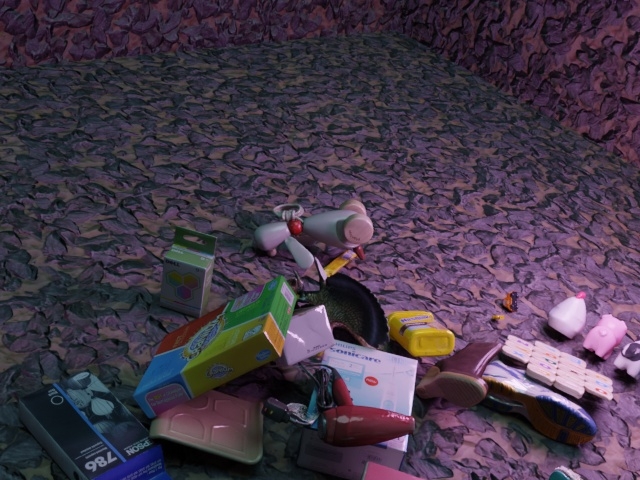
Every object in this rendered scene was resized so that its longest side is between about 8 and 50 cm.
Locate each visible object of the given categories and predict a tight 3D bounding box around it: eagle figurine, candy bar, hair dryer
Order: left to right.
[{"bbox_3d":[0.053,0.065,2.367,0.040,0.018,0.161,27,35,21],"label":"candy bar"},{"bbox_3d":[0.052,0.184,2.043,0.298,0.225,0.226,11,18,17],"label":"eagle figurine"},{"bbox_3d":[0.051,0.323,1.684,0.293,0.080,0.223,22,34,20],"label":"hair dryer"}]

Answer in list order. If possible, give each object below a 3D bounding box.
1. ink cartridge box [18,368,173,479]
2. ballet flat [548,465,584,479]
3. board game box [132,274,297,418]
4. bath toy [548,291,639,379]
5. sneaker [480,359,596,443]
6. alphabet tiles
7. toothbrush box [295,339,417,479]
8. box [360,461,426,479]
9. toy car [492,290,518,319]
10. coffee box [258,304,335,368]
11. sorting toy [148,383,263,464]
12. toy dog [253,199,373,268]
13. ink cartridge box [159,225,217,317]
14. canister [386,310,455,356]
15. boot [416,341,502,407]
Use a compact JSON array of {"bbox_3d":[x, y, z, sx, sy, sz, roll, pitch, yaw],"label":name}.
[{"bbox_3d":[-0.437,0.395,1.655,0.332,0.065,0.165,36,38,30],"label":"ink cartridge box"},{"bbox_3d":[0.561,0.566,1.733,0.077,0.091,0.241,19,29,-35],"label":"ballet flat"},{"bbox_3d":[-0.210,0.215,1.722,0.316,0.064,0.242,-28,18,17],"label":"board game box"},{"bbox_3d":[0.777,0.258,2.231,0.348,0.129,0.151,33,4,26],"label":"bath toy"},{"bbox_3d":[0.516,0.367,1.987,0.296,0.112,0.131,26,34,18],"label":"sneaker"},{"bbox_3d":[0.586,0.316,2.085,0.278,0.021,0.284,23,13,14],"label":"alphabet tiles"},{"bbox_3d":[0.084,0.368,1.820,0.216,0.126,0.295,14,31,4],"label":"toothbrush box"},{"bbox_3d":[0.106,0.549,1.531,0.126,0.149,0.232,17,34,6],"label":"box"},{"bbox_3d":[0.505,0.178,2.324,0.040,0.060,0.122,-2,10,41],"label":"toy car"},{"bbox_3d":[-0.104,0.220,1.877,0.141,0.098,0.246,-17,1,-40],"label":"coffee box"},{"bbox_3d":[-0.236,0.358,1.787,0.229,0.041,0.307,16,21,-10],"label":"sorting toy"},{"bbox_3d":[0.000,0.000,2.344,0.333,0.161,0.220,-3,24,22],"label":"toy dog"},{"bbox_3d":[-0.322,0.078,2.039,0.109,0.209,0.062,17,32,6],"label":"ink cartridge box"},{"bbox_3d":[0.245,0.230,2.073,0.126,0.073,0.170,0,11,-14],"label":"canister"},{"bbox_3d":[0.348,0.290,1.936,0.207,0.248,0.090,-34,97,-27],"label":"boot"}]
